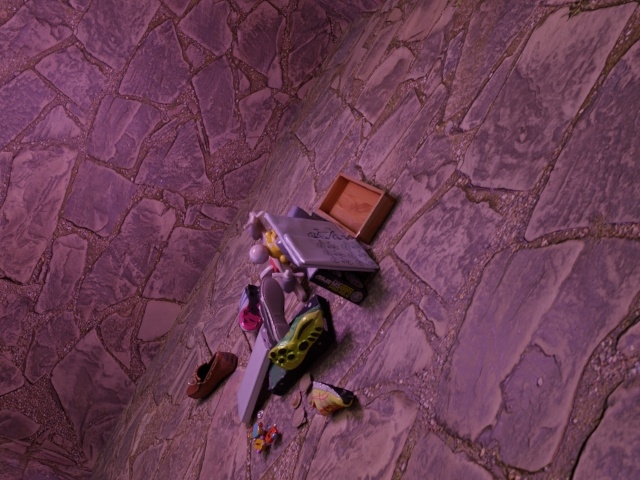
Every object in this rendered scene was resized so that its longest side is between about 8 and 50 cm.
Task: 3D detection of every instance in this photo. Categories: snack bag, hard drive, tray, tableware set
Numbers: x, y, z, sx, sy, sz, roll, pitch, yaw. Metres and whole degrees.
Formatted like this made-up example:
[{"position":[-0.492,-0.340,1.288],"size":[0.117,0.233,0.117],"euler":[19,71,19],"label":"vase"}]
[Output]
[{"position":[0.000,0.000,1.671],"size":[0.342,0.323,0.037],"euler":[52,128,48],"label":"snack bag"},{"position":[-0.268,0.545,1.908],"size":[0.203,0.040,0.307],"euler":[-144,73,-72],"label":"hard drive"},{"position":[-0.082,0.394,1.779],"size":[0.339,0.064,0.237],"euler":[-50,25,21],"label":"hard drive"},{"position":[0.134,-0.141,1.922],"size":[0.203,0.076,0.411],"euler":[-58,29,4],"label":"tray"},{"position":[-0.059,0.546,1.612],"size":[0.141,0.020,0.168],"euler":[-56,25,13],"label":"tableware set"}]

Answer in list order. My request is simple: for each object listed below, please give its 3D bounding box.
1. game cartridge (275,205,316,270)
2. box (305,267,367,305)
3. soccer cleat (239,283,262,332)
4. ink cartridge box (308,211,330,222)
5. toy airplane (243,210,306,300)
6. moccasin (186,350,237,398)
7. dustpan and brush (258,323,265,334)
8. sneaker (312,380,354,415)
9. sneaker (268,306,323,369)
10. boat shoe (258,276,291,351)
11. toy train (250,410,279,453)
[{"position":[-0.049,0.018,1.882],"size":[0.060,0.294,0.196],"euler":[10,69,43],"label":"game cartridge"},{"position":[0.042,0.094,1.692],"size":[0.060,0.216,0.270],"euler":[-53,23,19],"label":"box"},{"position":[-0.347,0.359,2.322],"size":[0.331,0.116,0.143],"euler":[-95,26,-57],"label":"soccer cleat"},{"position":[-0.056,-0.063,2.205],"size":[0.209,0.109,0.062],"euler":[-20,45,57],"label":"ink cartridge box"},{"position":[-0.201,0.058,2.077],"size":[0.386,0.272,0.384],"euler":[6,103,49],"label":"toy airplane"},{"position":[-0.566,0.665,2.327],"size":[0.380,0.147,0.139],"euler":[-42,29,36],"label":"moccasin"},{"position":[-0.232,0.384,2.093],"size":[0.211,0.060,0.147],"euler":[-60,23,1],"label":"dustpan and brush"},{"position":[0.033,0.491,1.434],"size":[0.208,0.081,0.094],"euler":[-20,51,65],"label":"sneaker"},{"position":[-0.074,0.345,1.647],"size":[0.295,0.109,0.123],"euler":[-49,3,28],"label":"sneaker"},{"position":[-0.190,0.293,1.840],"size":[0.095,0.112,0.335],"euler":[-52,40,31],"label":"boat shoe"},{"position":[-0.194,0.690,1.686],"size":[0.125,0.046,0.166],"euler":[-60,26,-4],"label":"toy train"}]
